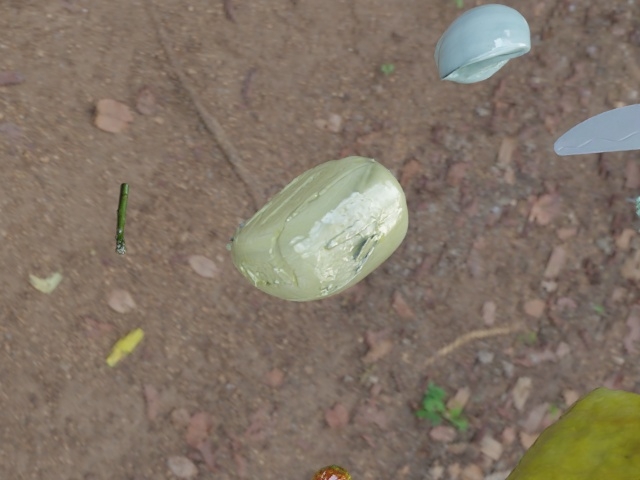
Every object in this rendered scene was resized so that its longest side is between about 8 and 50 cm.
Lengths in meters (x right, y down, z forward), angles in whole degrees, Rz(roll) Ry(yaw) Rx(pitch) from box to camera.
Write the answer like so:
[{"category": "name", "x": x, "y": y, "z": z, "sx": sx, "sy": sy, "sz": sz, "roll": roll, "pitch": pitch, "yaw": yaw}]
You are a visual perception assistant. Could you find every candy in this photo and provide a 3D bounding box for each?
[{"category": "candy", "x": -0.006, "y": 0.329, "z": 1.445, "sx": 0.201, "sy": 0.060, "sz": 0.060, "roll": -21, "pitch": 121, "yaw": -71}]

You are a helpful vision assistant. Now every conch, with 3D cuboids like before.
[{"category": "conch", "x": 0.272, "y": -0.335, "z": 2.004, "sx": 0.185, "sy": 0.221, "sz": 0.121, "roll": -45, "pitch": 95, "yaw": -11}]

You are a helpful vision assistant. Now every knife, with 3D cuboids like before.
[{"category": "knife", "x": 0.361, "y": -0.117, "z": 1.226, "sx": 0.032, "sy": 0.244, "sz": 0.058, "roll": -12, "pitch": 103, "yaw": -54}]

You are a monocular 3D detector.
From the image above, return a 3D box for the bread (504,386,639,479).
[{"category": "bread", "x": 0.249, "y": 0.225, "z": 0.494, "sx": 0.245, "sy": 0.362, "sz": 0.233, "roll": -42, "pitch": 123, "yaw": -45}]

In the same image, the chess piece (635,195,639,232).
[{"category": "chess piece", "x": 0.373, "y": 0.016, "z": 1.221, "sx": 0.059, "sy": 0.059, "sz": 0.149, "roll": -22, "pitch": 70, "yaw": -25}]

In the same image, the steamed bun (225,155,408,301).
[{"category": "steamed bun", "x": 0.000, "y": 0.000, "z": 1.731, "sx": 0.232, "sy": 0.273, "sz": 0.166, "roll": -47, "pitch": 108, "yaw": -29}]

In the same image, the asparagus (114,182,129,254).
[{"category": "asparagus", "x": -0.267, "y": -0.029, "z": 1.561, "sx": 0.018, "sy": 0.127, "sz": 0.015, "roll": -30, "pitch": 132, "yaw": 24}]
